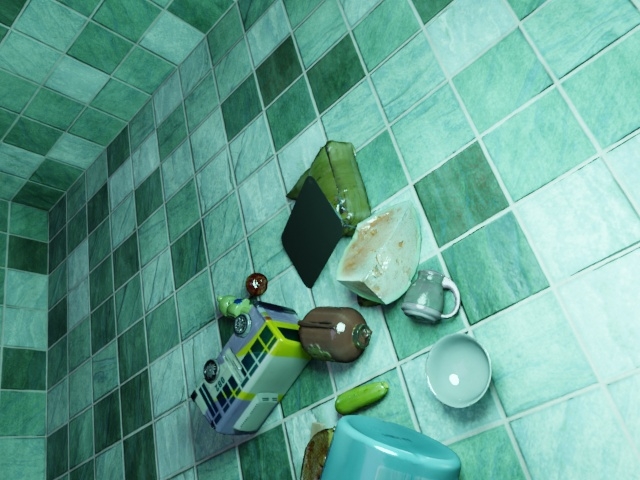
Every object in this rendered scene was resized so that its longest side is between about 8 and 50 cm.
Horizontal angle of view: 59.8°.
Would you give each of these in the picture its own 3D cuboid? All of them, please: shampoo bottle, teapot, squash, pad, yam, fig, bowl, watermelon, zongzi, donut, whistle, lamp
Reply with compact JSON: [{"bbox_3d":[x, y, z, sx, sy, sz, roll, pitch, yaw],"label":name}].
[{"bbox_3d":[0.151,0.653,1.385,0.331,0.331,0.343,11,83,45],"label":"shampoo bottle"},{"bbox_3d":[0.308,0.152,1.558,0.148,0.116,0.146,1,67,47],"label":"teapot"},{"bbox_3d":[0.121,0.466,1.658,0.201,0.066,0.066,-34,55,30],"label":"squash"},{"bbox_3d":[0.000,0.001,1.870,0.315,0.063,0.375,61,146,25],"label":"pad"},{"bbox_3d":[0.148,0.132,1.737,0.079,0.079,0.141,-21,60,37],"label":"yam"},{"bbox_3d":[-0.250,0.174,2.105,0.125,0.088,0.089,-42,48,55],"label":"fig"},{"bbox_3d":[0.375,0.341,1.448,0.189,0.086,0.189,-18,63,39],"label":"bowl"},{"bbox_3d":[0.190,0.029,1.645,0.224,0.180,0.305,27,68,8],"label":"watermelon"},{"bbox_3d":[0.006,-0.120,1.909,0.360,0.159,0.323,-35,56,41],"label":"zongzi"},{"bbox_3d":[0.026,0.639,1.650,0.144,0.126,0.187,-5,69,50],"label":"donut"},{"bbox_3d":[-0.310,0.260,2.113,0.227,0.105,0.085,10,53,43],"label":"whistle"},{"bbox_3d":[0.040,0.285,1.715,0.258,0.180,0.180,-5,73,43],"label":"lamp"}]

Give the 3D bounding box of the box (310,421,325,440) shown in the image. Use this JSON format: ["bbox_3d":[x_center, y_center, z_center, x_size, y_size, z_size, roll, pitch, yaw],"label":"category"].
[{"bbox_3d":[-0.010,0.633,1.755,0.048,0.025,0.115,-11,69,46],"label":"box"}]

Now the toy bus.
[{"bbox_3d":[-0.224,0.449,1.890,0.440,0.209,0.249,-55,49,13],"label":"toy bus"}]
